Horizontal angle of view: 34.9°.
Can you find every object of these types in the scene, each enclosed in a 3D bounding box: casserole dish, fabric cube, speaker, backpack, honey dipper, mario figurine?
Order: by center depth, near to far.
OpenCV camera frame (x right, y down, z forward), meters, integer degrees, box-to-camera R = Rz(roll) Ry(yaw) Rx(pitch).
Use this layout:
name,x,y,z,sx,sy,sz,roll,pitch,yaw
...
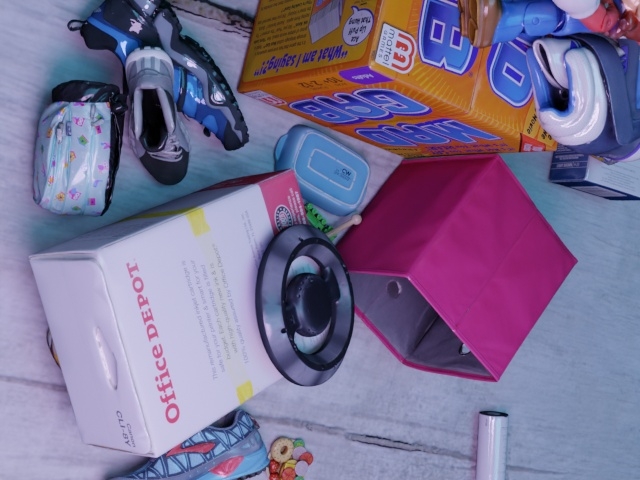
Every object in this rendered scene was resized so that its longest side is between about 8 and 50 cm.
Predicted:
name,x,y,z,sx,sy,sz,roll,pitch,yaw
mario figurine,0.340,-0.334,1.301,0.320,0.170,0.198,-6,57,-5
backpack,-0.331,-0.123,1.392,0.115,0.152,0.182,5,92,-16
honey dipper,0.000,0.000,1.644,0.160,0.030,0.030,-30,107,-20
casserole dish,0.011,-0.114,1.653,0.188,0.037,0.114,28,75,-30
fabric cube,0.206,0.042,1.657,0.259,0.254,0.258,48,66,-23
speaker,0.312,0.382,1.850,0.055,0.055,0.136,2,91,-32

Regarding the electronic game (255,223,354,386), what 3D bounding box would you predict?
name,x,y,z,sx,sy,sz,roll,pitch,yaw
electronic game,-0.019,0.091,1.434,0.229,0.048,0.229,16,71,-55

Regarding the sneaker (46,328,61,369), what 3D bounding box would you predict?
name,x,y,z,sx,sy,sz,roll,pitch,yaw
sneaker,-0.319,0.197,1.426,0.069,0.084,0.185,-39,108,-11

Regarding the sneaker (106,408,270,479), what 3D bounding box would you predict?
name,x,y,z,sx,sy,sz,roll,pitch,yaw
sneaker,-0.207,0.318,1.516,0.261,0.104,0.125,-9,79,-35

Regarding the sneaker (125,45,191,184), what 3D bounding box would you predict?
name,x,y,z,sx,sy,sz,roll,pitch,yaw
sneaker,-0.229,-0.141,1.406,0.086,0.132,0.229,-9,132,-2

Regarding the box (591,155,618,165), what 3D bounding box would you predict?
name,x,y,z,sx,sy,sz,roll,pitch,yaw
box,0.478,-0.331,1.779,0.279,0.177,0.290,28,84,-2

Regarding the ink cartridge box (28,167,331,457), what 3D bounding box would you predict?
name,x,y,z,sx,sy,sz,roll,pitch,yaw
ink cartridge box,-0.177,0.087,1.414,0.384,0.160,0.279,-26,107,-47

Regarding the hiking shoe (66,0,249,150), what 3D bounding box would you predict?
name,x,y,z,sx,sy,sz,roll,pitch,yaw
hiking shoe,-0.223,-0.238,1.485,0.132,0.113,0.304,-34,119,6

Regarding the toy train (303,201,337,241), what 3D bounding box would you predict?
name,x,y,z,sx,sy,sz,roll,pitch,yaw
toy train,-0.004,-0.029,1.661,0.024,0.017,0.083,-48,115,-10

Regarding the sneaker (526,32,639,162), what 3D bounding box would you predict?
name,x,y,z,sx,sy,sz,roll,pitch,yaw
sneaker,0.400,-0.280,1.419,0.236,0.130,0.323,14,90,-38

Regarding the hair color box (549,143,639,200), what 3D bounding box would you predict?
name,x,y,z,sx,sy,sz,roll,pitch,yaw
hair color box,0.560,-0.263,1.951,0.173,0.105,0.347,14,85,-30

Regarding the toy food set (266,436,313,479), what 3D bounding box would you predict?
name,x,y,z,sx,sy,sz,roll,pitch,yaw
toy food set,-0.051,0.361,1.643,0.082,0.020,0.083,19,81,-31

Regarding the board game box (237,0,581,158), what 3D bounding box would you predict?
name,x,y,z,sx,sy,sz,roll,pitch,yaw
board game box,0.146,-0.348,1.541,0.356,0.356,0.356,18,82,-32
